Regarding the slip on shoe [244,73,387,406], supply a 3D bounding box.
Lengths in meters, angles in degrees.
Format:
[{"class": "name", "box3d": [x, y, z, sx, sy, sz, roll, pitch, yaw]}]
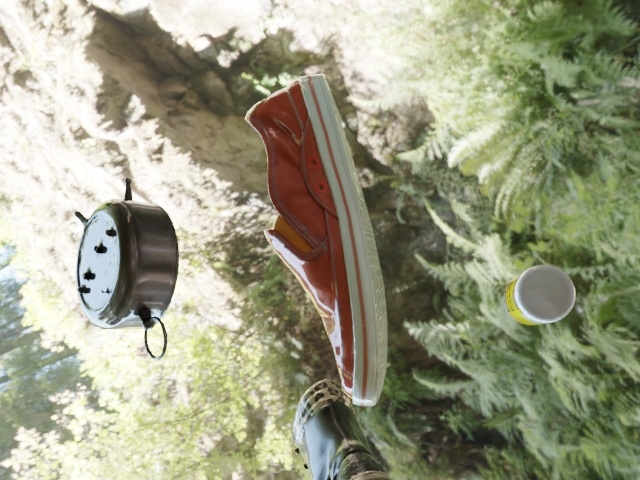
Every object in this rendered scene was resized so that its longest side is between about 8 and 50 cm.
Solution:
[{"class": "slip on shoe", "box3d": [0.000, 0.000, 0.572, 0.123, 0.101, 0.332, 27, -133, -78]}]

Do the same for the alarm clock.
[{"class": "alarm clock", "box3d": [-0.188, 0.037, 0.558, 0.064, 0.129, 0.192, 4, -141, -46]}]

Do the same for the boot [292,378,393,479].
[{"class": "boot", "box3d": [0.038, 0.468, 1.023, 0.284, 0.138, 0.378, -122, 27, -58]}]

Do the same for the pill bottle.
[{"class": "pill bottle", "box3d": [0.463, 0.122, 1.231, 0.215, 0.117, 0.117, 48, -153, -76]}]
